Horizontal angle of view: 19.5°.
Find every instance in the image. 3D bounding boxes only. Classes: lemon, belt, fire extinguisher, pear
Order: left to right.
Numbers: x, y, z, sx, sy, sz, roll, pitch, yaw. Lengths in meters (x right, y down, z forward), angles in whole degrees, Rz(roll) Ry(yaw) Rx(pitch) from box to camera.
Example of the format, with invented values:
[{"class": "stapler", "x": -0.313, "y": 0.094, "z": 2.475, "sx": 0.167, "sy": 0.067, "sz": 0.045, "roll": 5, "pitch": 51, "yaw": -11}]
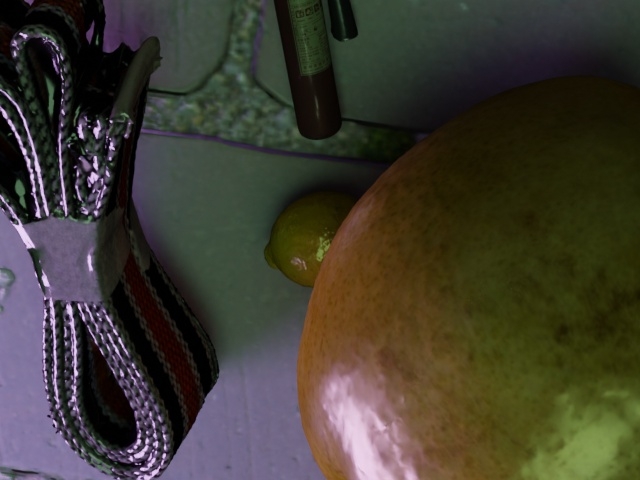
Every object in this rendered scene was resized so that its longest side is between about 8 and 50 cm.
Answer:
[{"class": "belt", "x": -0.145, "y": 0.001, "z": 1.169, "sx": 0.126, "sy": 0.094, "sz": 0.360, "roll": 0, "pitch": 128, "yaw": 12}, {"class": "fire extinguisher", "x": -0.005, "y": -0.142, "z": 1.134, "sx": 0.049, "sy": 0.035, "sz": 0.173, "roll": -6, "pitch": 125, "yaw": 8}, {"class": "lemon", "x": 0.000, "y": 0.000, "z": 1.206, "sx": 0.083, "sy": 0.062, "sz": 0.062, "roll": -18, "pitch": 121, "yaw": 26}, {"class": "pear", "x": 0.142, "y": 0.065, "z": 1.105, "sx": 0.314, "sy": 0.314, "sz": 0.314, "roll": 0, "pitch": 122, "yaw": 0}]
